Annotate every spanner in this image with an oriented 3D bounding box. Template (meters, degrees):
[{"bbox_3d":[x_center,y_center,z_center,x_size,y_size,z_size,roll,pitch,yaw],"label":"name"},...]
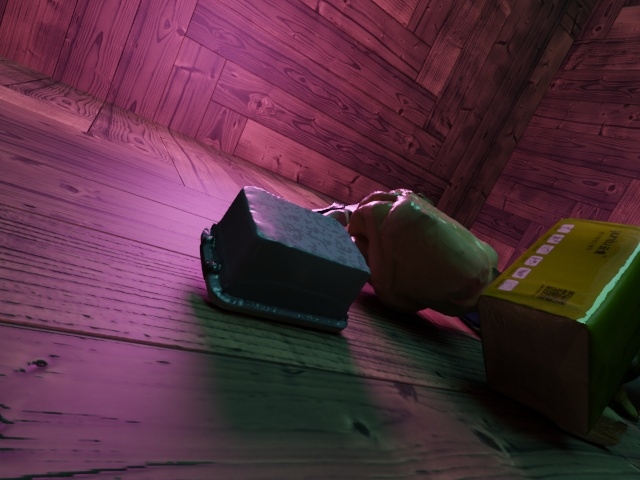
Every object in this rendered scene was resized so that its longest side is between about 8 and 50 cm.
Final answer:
[{"bbox_3d":[0.015,-0.056,0.969,0.324,0.040,0.095,-12,22,-9],"label":"spanner"}]

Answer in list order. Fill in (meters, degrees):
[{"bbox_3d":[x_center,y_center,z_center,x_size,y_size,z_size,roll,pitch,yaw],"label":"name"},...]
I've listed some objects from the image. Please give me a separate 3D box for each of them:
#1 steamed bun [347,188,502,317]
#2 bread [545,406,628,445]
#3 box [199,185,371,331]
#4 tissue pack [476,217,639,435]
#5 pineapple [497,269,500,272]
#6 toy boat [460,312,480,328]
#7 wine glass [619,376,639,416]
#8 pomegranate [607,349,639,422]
[{"bbox_3d":[0.214,0.040,0.876,0.325,0.230,0.372,40,16,23],"label":"steamed bun"},{"bbox_3d":[0.410,0.264,0.707,0.139,0.060,0.178,23,11,-13],"label":"bread"},{"bbox_3d":[-0.048,0.030,0.579,0.227,0.130,0.162,19,27,-32],"label":"box"},{"bbox_3d":[0.400,0.115,0.646,0.274,0.200,0.167,-30,28,-30],"label":"tissue pack"},{"bbox_3d":[0.559,0.177,1.447,0.250,0.140,0.164,53,-22,19],"label":"pineapple"},{"bbox_3d":[0.481,0.219,1.062,0.220,0.067,0.291,12,-8,43],"label":"toy boat"},{"bbox_3d":[0.636,0.290,0.952,0.241,0.126,0.126,28,10,27],"label":"wine glass"},{"bbox_3d":[0.555,0.233,0.824,0.211,0.263,0.211,-12,-14,-3],"label":"pomegranate"}]
